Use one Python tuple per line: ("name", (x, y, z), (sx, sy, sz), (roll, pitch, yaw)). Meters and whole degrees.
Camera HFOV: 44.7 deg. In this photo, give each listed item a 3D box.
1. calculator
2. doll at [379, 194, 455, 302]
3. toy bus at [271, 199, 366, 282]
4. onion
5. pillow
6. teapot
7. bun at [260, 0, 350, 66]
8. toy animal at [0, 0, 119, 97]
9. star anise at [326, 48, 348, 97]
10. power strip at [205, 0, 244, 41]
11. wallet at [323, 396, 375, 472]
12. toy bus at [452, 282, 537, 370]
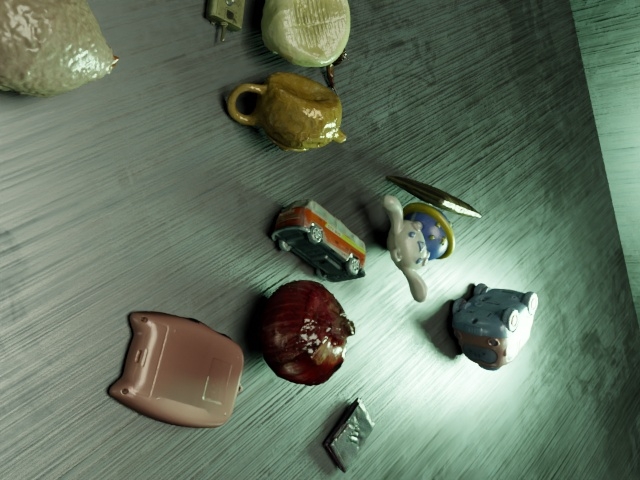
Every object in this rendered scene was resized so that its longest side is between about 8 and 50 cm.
("calculator", (-0.273, 0.273, 1.613), (0.329, 0.048, 0.220), (29, 65, -45))
("doll", (0.242, -0.026, 2.134), (0.242, 0.159, 0.311), (-44, 121, -23))
("toy bus", (0.000, 0.000, 1.888), (0.265, 0.121, 0.120), (38, 52, -39))
("onion", (-0.021, 0.210, 1.769), (0.252, 0.219, 0.252), (13, 74, -55))
("pillow", (0.320, -0.122, 2.187), (0.212, 0.208, 0.052), (13, 102, -47))
("teapot", (-0.072, -0.280, 1.801), (0.311, 0.203, 0.167), (8, 125, -27))
("bun", (-0.042, -0.515, 1.836), (0.229, 0.145, 0.230), (-1, 92, -32))
("toy animal", (-0.500, -0.361, 1.301), (0.358, 0.188, 0.227), (5, 90, -48))
("star anise", (0.010, -0.457, 1.978), (0.140, 0.144, 0.158), (40, 35, 15))
("power strip", (-0.208, -0.572, 1.749), (0.092, 0.034, 0.268), (16, 76, -47))
("wallet", (0.077, 0.499, 1.998), (0.166, 0.030, 0.111), (-49, 126, -36))
("toy bus", (0.545, 0.278, 2.420), (0.294, 0.197, 0.232), (-28, 119, -47))
